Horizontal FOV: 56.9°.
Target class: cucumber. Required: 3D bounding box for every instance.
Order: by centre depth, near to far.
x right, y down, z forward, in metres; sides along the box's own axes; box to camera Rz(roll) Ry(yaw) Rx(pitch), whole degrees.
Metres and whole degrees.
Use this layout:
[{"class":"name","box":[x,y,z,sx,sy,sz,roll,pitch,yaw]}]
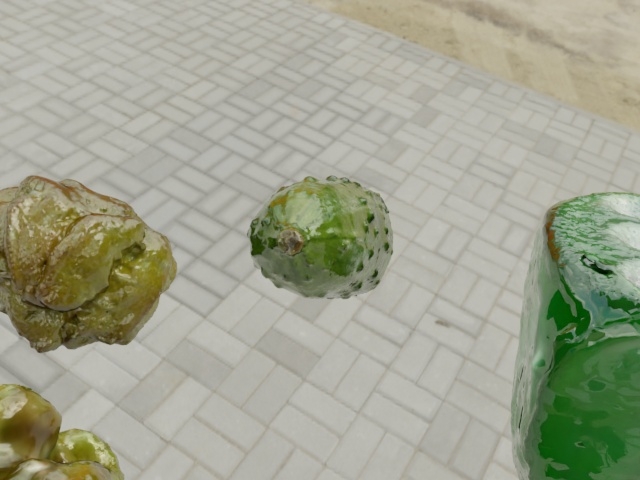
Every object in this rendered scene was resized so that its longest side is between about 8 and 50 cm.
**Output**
[{"class":"cucumber","box":[-0.003,0.000,0.554,0.134,0.134,0.244,19,3,11]}]

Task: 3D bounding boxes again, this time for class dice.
[{"class":"dice","box":[0.364,0.130,0.639,0.287,0.299,0.297,8,26,18]}]

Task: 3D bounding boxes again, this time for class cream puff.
[{"class":"cream puff","box":[-0.296,0.031,0.720,0.244,0.196,0.244,24,0,0]}]

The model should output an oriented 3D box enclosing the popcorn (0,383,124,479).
[{"class":"popcorn","box":[-0.252,0.225,0.400,0.277,0.276,0.225,22,22,14]}]
